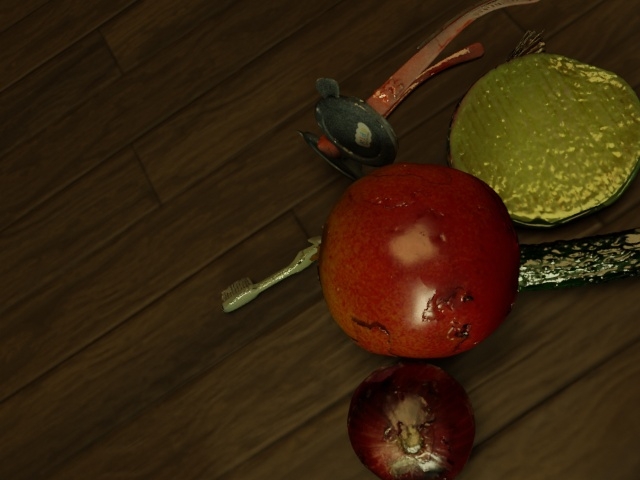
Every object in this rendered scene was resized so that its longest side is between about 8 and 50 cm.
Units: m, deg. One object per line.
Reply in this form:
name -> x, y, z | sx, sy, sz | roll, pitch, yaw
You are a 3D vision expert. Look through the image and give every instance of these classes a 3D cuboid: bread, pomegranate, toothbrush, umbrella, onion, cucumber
bread -> 0.259, -0.116, 0.879 | 0.228, 0.033, 0.229 | -8, 65, 17
pomegranate -> 0.092, 0.021, 0.786 | 0.235, 0.210, 0.210 | 12, 69, 53
toothbrush -> 0.003, 0.004, 0.916 | 0.294, 0.026, 0.028 | -30, 61, 3
umbrella -> 0.249, -0.233, 0.942 | 0.083, 0.020, 0.031 | -42, 100, -3
onion -> 0.092, 0.184, 0.756 | 0.131, 0.131, 0.131 | -7, 65, 16
cucumber -> 0.289, 0.019, 0.797 | 0.187, 0.058, 0.058 | -10, 64, 15

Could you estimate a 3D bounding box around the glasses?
glasses -> 0.097, -0.190, 0.868 | 0.118, 0.234, 0.268 | 42, 79, 0
